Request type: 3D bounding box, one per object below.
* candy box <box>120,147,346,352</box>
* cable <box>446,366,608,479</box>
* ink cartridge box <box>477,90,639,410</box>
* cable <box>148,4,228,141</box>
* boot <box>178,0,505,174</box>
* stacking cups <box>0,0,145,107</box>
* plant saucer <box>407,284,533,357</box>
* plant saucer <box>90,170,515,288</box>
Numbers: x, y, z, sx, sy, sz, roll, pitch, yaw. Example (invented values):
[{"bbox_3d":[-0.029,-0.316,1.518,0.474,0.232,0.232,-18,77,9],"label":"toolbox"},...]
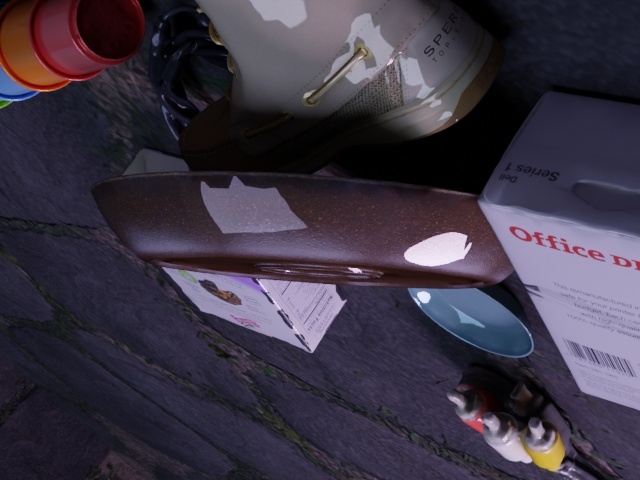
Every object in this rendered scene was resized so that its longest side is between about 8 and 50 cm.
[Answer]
[{"bbox_3d":[-0.089,0.010,1.167,0.165,0.070,0.196,16,153,38],"label":"candy box"},{"bbox_3d":[0.213,0.215,1.172,0.139,0.072,0.287,20,157,46],"label":"cable"},{"bbox_3d":[0.210,0.023,0.711,0.160,0.092,0.219,16,153,39],"label":"ink cartridge box"},{"bbox_3d":[-0.064,-0.103,0.922,0.151,0.047,0.184,28,155,2],"label":"cable"},{"bbox_3d":[-0.046,-0.131,0.722,0.203,0.095,0.262,43,148,-26],"label":"boot"},{"bbox_3d":[-0.252,-0.164,0.997,0.096,0.096,0.316,44,155,-26],"label":"stacking cups"},{"bbox_3d":[0.129,0.055,1.009,0.119,0.021,0.119,28,159,12],"label":"plant saucer"},{"bbox_3d":[0.000,0.000,0.818,0.311,0.050,0.310,3,176,0],"label":"plant saucer"}]
